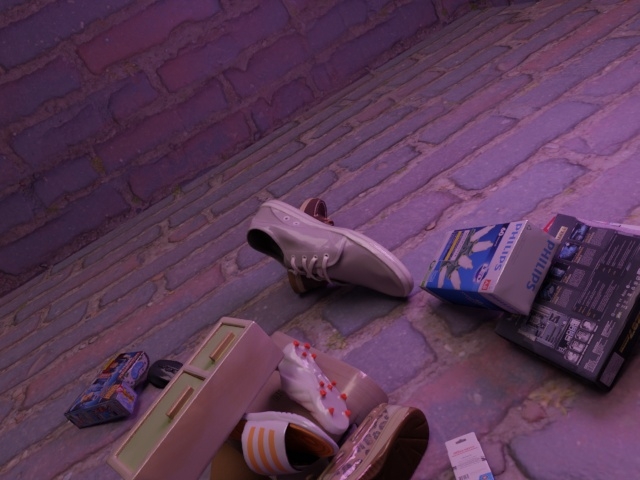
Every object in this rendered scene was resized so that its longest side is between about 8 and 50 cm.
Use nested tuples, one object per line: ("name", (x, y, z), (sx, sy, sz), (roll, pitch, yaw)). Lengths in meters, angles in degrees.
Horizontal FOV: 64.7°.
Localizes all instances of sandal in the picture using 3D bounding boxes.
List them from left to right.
("sandal", (-0.087, 0.310, 0.754), (0.265, 0.102, 0.076), (-11, 37, 40))

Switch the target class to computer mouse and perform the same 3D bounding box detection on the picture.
("computer mouse", (-0.340, 0.319, 1.218), (0.242, 0.041, 0.071), (-8, 33, 35))

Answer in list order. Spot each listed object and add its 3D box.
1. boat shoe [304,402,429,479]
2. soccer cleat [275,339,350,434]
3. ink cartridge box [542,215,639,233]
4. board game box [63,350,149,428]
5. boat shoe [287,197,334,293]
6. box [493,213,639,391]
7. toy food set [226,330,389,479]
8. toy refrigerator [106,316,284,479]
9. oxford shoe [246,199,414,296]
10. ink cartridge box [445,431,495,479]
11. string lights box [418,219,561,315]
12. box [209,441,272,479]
("boat shoe", (0.050, 0.352, 0.732), (0.285, 0.105, 0.089), (-36, 21, -35))
("soccer cleat", (-0.016, 0.245, 0.818), (0.076, 0.068, 0.196), (-56, 39, 12))
("ink cartridge box", (0.474, 0.028, 0.896), (0.127, 0.072, 0.175), (-41, 29, -23))
("board game box", (-0.504, 0.368, 1.251), (0.194, 0.060, 0.194), (-13, 31, 38))
("boat shoe", (0.000, 0.000, 1.365), (0.123, 0.123, 0.342), (-11, 35, 18))
("box", (0.404, 0.085, 0.782), (0.183, 0.059, 0.233), (25, 85, 57))
("toy food set", (-0.056, 0.304, 0.905), (0.306, 0.092, 0.220), (12, 52, 47))
("toy refrigerator", (-0.183, 0.245, 0.759), (0.102, 0.094, 0.269), (-3, 41, 51))
("oxford shoe", (0.004, 0.038, 1.158), (0.449, 0.169, 0.130), (24, 58, 30))
("ink cartridge box", (0.210, 0.316, 0.705), (0.048, 0.028, 0.083), (-24, 28, 9))
("string lights box", (0.287, 0.048, 0.898), (0.133, 0.076, 0.259), (-61, 11, -10))
("box", (-0.119, 0.403, 0.878), (0.164, 0.021, 0.201), (-24, 26, 6))
